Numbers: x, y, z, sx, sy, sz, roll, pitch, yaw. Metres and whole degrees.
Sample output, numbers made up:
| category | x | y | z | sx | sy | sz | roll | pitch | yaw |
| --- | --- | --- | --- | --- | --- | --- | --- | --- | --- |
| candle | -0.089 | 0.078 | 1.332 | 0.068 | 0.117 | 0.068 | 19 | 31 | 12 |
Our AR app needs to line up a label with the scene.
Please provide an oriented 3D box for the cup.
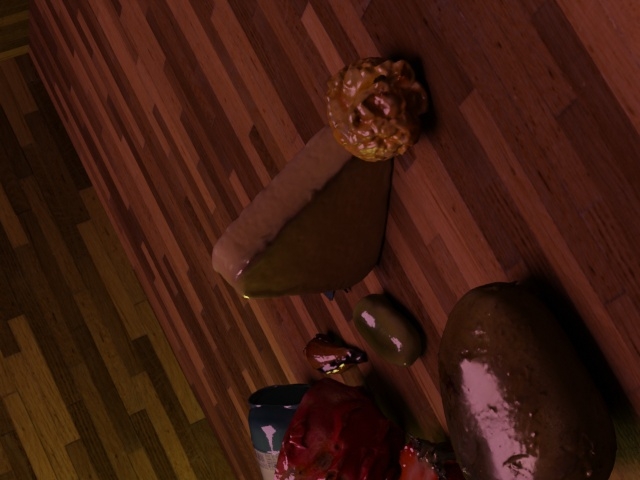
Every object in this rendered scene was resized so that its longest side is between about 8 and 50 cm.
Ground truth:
| category | x | y | z | sx | sy | sz | roll | pitch | yaw |
| --- | --- | --- | --- | --- | --- | --- | --- | --- | --- |
| cup | -0.034 | 0.499 | 2.573 | 0.289 | 0.219 | 0.258 | -4 | 109 | 34 |

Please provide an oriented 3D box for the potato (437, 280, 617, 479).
| category | x | y | z | sx | sy | sz | roll | pitch | yaw |
| --- | --- | --- | --- | --- | --- | --- | --- | --- | --- |
| potato | 0.299 | 0.244 | 1.582 | 0.269 | 0.219 | 0.359 | -37 | 70 | 57 |

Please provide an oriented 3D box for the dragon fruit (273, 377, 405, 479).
| category | x | y | z | sx | sy | sz | roll | pitch | yaw |
| --- | --- | --- | --- | --- | --- | --- | --- | --- | --- |
| dragon fruit | 0.061 | 0.493 | 2.217 | 0.249 | 0.371 | 0.386 | 13 | 159 | 24 |

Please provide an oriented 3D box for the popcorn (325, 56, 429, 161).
| category | x | y | z | sx | sy | sz | roll | pitch | yaw |
| --- | --- | --- | --- | --- | --- | --- | --- | --- | --- |
| popcorn | 0.094 | -0.218 | 1.697 | 0.170 | 0.180 | 0.180 | 31 | -146 | -86 |

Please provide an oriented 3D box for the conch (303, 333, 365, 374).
| category | x | y | z | sx | sy | sz | roll | pitch | yaw |
| --- | --- | --- | --- | --- | --- | --- | --- | --- | --- |
| conch | 0.020 | 0.269 | 2.377 | 0.232 | 0.080 | 0.086 | 27 | 143 | 55 |

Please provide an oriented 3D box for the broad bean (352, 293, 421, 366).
| category | x | y | z | sx | sy | sz | roll | pitch | yaw |
| --- | --- | --- | --- | --- | --- | --- | --- | --- | --- |
| broad bean | 0.128 | 0.181 | 2.054 | 0.174 | 0.082 | 0.124 | 52 | 151 | 34 |

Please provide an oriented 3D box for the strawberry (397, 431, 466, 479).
| category | x | y | z | sx | sy | sz | roll | pitch | yaw |
| --- | --- | --- | --- | --- | --- | --- | --- | --- | --- |
| strawberry | 0.229 | 0.511 | 2.058 | 0.174 | 0.098 | 0.228 | 22 | 107 | 61 |

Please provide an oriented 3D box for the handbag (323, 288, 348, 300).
| category | x | y | z | sx | sy | sz | roll | pitch | yaw |
| --- | --- | --- | --- | --- | --- | --- | --- | --- | --- |
| handbag | 0.000 | 0.000 | 2.193 | 0.179 | 0.062 | 0.229 | 46 | 149 | 41 |

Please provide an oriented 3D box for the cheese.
| category | x | y | z | sx | sy | sz | roll | pitch | yaw |
| --- | --- | --- | --- | --- | --- | --- | --- | --- | --- |
| cheese | 0.006 | -0.018 | 1.930 | 0.104 | 0.384 | 0.384 | 42 | 148 | 31 |
